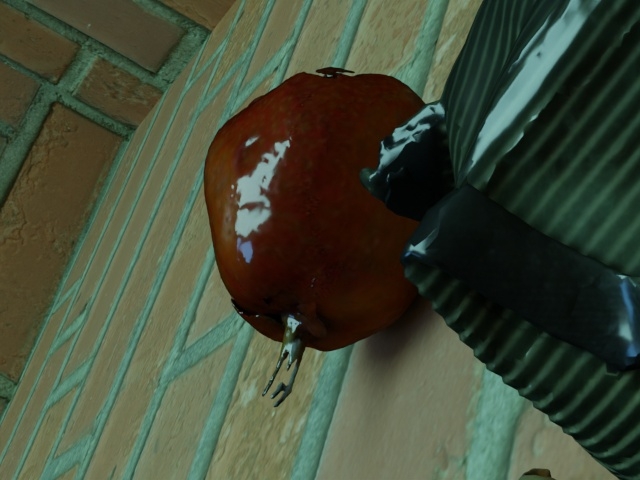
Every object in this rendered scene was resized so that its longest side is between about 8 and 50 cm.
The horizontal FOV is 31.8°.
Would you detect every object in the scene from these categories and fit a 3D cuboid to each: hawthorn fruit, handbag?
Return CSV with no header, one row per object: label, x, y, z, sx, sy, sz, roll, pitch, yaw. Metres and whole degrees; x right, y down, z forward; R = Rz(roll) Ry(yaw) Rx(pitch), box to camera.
hawthorn fruit,0.000,0.000,0.938,0.211,0.211,0.299,-36,40,55
handbag,0.180,-0.051,0.426,0.341,0.240,0.247,-57,14,17

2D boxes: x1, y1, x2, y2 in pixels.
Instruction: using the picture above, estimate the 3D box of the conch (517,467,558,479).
conch,0.095,0.202,0.577,0.176,0.094,0.104,-40,-9,-29
